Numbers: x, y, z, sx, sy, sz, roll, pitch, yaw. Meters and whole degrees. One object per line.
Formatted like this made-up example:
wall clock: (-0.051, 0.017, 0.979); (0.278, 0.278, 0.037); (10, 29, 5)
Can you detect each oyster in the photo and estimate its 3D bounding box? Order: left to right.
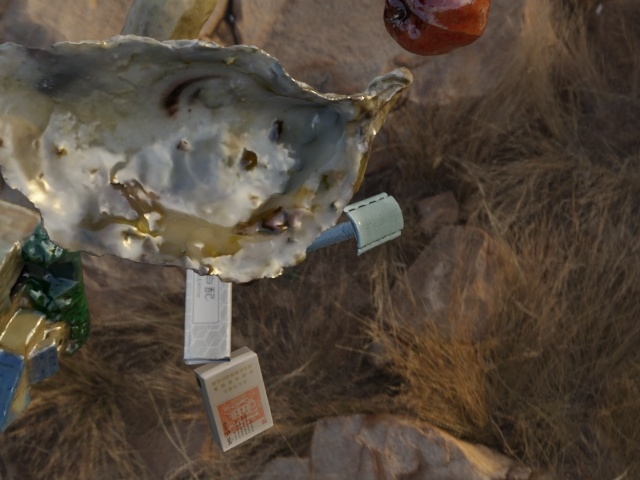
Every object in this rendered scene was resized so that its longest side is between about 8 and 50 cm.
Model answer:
oyster: (-0.084, -0.066, 0.628); (0.111, 0.396, 0.204); (20, 110, 59)

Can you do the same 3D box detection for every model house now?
model house: (-0.649, 0.157, 1.318); (0.335, 0.382, 0.342); (17, 44, -2)

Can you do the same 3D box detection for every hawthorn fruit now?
hawthorn fruit: (0.166, -0.362, 1.101); (0.194, 0.156, 0.157); (-25, 47, -34)

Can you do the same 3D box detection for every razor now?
razor: (0.000, 0.000, 1.026); (0.232, 0.106, 0.068); (-19, 92, 42)

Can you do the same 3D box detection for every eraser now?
eraser: (-0.232, 0.053, 1.491); (0.097, 0.098, 0.403); (1, 74, -5)

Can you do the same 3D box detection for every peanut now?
peanut: (-0.343, -0.469, 1.604); (0.170, 0.192, 0.387); (38, 109, 27)

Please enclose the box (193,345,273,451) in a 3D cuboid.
box: (-0.195, 0.359, 1.614); (0.141, 0.201, 0.058); (-21, 24, -28)
